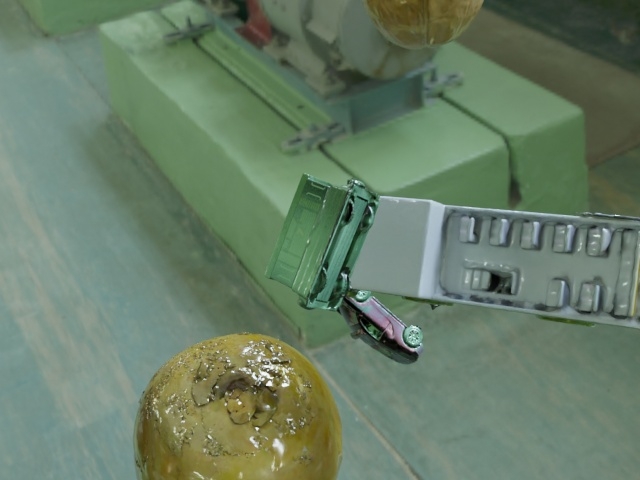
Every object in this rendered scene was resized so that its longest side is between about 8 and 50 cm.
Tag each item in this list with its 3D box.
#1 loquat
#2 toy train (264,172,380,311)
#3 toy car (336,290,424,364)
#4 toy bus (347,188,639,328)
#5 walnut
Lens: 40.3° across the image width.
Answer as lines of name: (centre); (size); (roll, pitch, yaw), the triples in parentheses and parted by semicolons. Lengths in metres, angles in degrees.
loquat: (-0.088, 0.214, 0.941); (0.235, 0.235, 0.235); (-5, 37, 4)
toy train: (0.000, 0.000, 0.586); (0.056, 0.093, 0.038); (23, 4, 39)
toy car: (0.060, 0.097, 1.037); (0.055, 0.142, 0.069); (-52, 8, -19)
toy bus: (0.160, 0.017, 0.799); (0.302, 0.113, 0.139); (6, -2, 27)
walnut: (0.126, -0.336, 1.087); (0.165, 0.197, 0.165); (-1, 21, 0)
